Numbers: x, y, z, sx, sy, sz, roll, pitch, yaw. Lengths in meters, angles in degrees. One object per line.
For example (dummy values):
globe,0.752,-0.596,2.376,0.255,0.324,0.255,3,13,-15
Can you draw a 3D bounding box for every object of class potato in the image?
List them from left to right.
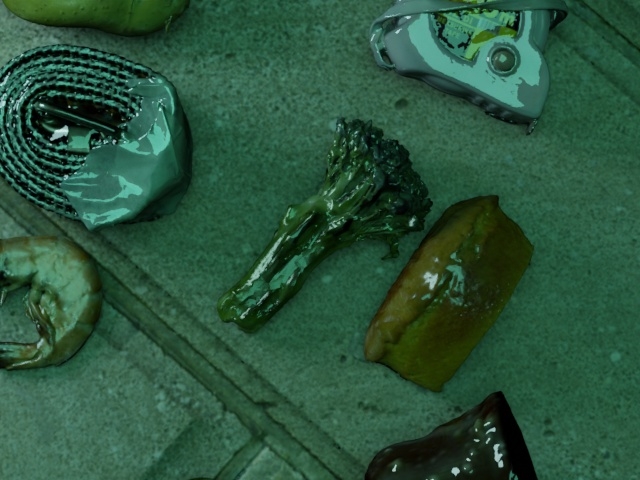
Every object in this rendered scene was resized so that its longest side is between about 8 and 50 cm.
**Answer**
potato,-0.279,-0.329,1.981,0.248,0.143,0.169,1,43,3

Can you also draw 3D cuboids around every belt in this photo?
belt,-0.276,-0.122,1.943,0.257,0.150,0.207,20,90,2

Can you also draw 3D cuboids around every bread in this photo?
bread,0.163,0.055,1.937,0.129,0.134,0.260,34,82,2

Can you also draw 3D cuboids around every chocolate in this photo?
chocolate,0.161,0.364,1.854,0.210,0.225,0.340,-17,82,8

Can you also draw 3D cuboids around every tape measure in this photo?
tape measure,0.190,-0.266,1.993,0.236,0.120,0.197,23,87,-3

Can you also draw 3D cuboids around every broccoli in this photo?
broccoli,-0.004,-0.004,1.952,0.304,0.145,0.165,-44,81,5

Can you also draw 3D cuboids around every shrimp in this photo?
shrimp,-0.414,0.071,1.959,0.296,0.058,0.169,5,84,-4

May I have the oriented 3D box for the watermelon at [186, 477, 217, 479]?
watermelon,-0.144,0.327,1.906,0.109,0.109,0.109,0,81,-2
